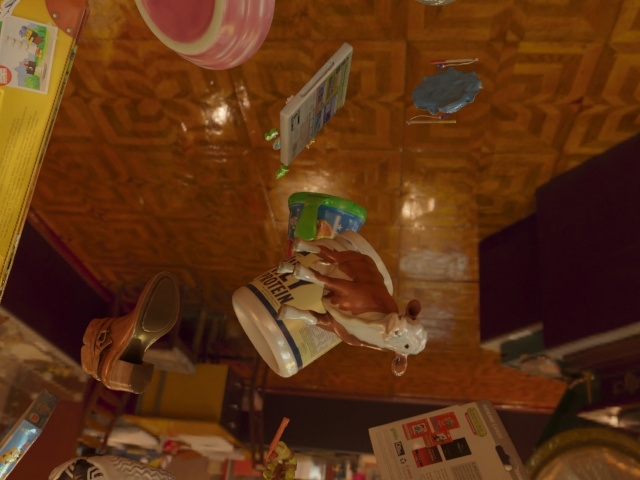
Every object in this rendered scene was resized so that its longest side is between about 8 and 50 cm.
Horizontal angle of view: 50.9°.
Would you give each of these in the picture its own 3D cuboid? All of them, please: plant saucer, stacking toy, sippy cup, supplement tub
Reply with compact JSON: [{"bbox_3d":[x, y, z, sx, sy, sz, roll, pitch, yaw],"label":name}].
[{"bbox_3d":[-0.223,-0.453,1.150,0.332,0.084,0.332,24,130,31],"label":"plant saucer"},{"bbox_3d":[-0.106,-0.321,2.088,0.052,0.167,0.221,5,149,-35],"label":"stacking toy"},{"bbox_3d":[0.000,0.000,1.948,0.305,0.224,0.240,21,167,-38],"label":"sippy cup"},{"bbox_3d":[-0.017,0.140,1.581,0.325,0.235,0.235,-32,160,-18],"label":"supplement tub"}]

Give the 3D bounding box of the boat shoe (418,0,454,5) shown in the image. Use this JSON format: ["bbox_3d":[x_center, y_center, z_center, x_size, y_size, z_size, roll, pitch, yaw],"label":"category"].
[{"bbox_3d":[0.027,-0.396,0.739,0.355,0.130,0.132,34,120,-22],"label":"boat shoe"}]

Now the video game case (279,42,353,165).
[{"bbox_3d":[-0.012,-0.259,1.311,0.023,0.193,0.212,38,164,9],"label":"video game case"}]

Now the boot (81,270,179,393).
[{"bbox_3d":[-0.443,0.199,1.544,0.220,0.283,0.109,6,173,41],"label":"boot"}]

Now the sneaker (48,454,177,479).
[{"bbox_3d":[-0.298,0.393,0.774,0.366,0.210,0.137,-33,131,31],"label":"sneaker"}]

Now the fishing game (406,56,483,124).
[{"bbox_3d":[0.341,-0.398,1.806,0.189,0.264,0.041,1,142,26],"label":"fishing game"}]

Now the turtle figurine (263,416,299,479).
[{"bbox_3d":[-0.065,0.454,1.212,0.087,0.269,0.217,3,167,-10],"label":"turtle figurine"}]

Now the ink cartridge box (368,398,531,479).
[{"bbox_3d":[0.268,0.497,1.339,0.272,0.309,0.130,-15,126,-1],"label":"ink cartridge box"}]

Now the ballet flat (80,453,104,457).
[{"bbox_3d":[-0.360,0.485,1.077,0.096,0.280,0.095,-13,169,24],"label":"ballet flat"}]

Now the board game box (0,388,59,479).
[{"bbox_3d":[-0.524,0.361,1.110,0.039,0.211,0.160,39,176,-13],"label":"board game box"}]

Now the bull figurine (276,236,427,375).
[{"bbox_3d":[0.038,0.081,0.969,0.188,0.101,0.310,21,-170,-11],"label":"bull figurine"}]

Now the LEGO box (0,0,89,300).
[{"bbox_3d":[-0.536,-0.121,1.029,0.193,0.500,0.372,17,173,-24],"label":"LEGO box"}]
